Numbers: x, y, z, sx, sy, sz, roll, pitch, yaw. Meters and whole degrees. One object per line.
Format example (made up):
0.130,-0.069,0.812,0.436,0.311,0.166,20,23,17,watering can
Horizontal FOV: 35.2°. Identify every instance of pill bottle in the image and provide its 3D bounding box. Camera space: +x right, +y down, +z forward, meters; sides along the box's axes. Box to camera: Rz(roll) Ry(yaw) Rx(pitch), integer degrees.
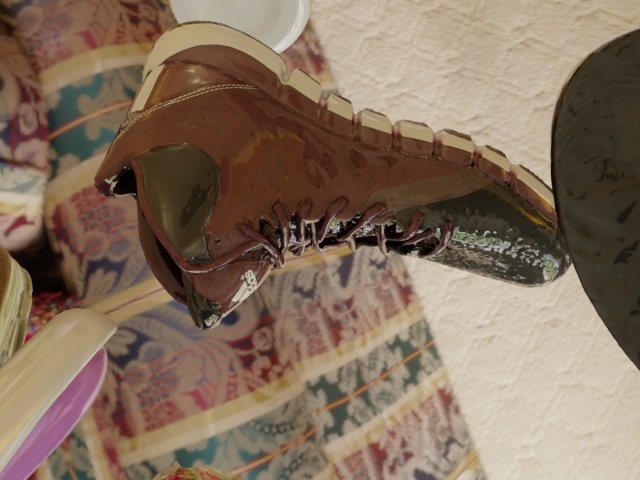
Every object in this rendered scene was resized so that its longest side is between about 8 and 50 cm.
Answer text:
-0.053,-0.265,0.897,0.121,0.216,0.121,6,133,6,pill bottle

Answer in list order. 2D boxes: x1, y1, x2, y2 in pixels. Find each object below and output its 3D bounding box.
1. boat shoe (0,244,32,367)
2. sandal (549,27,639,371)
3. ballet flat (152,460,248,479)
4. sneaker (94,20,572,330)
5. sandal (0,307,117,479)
-0.287,0.141,0.777,0.105,0.089,0.285,13,73,15,boat shoe
0.257,0.091,0.409,0.168,0.107,0.445,-34,88,9,sandal
0.008,0.172,0.469,0.241,0.077,0.091,10,106,18,ballet flat
0.000,0.000,0.582,0.281,0.162,0.106,25,149,2,sneaker
-0.193,0.212,0.394,0.102,0.416,0.169,38,158,-10,sandal
